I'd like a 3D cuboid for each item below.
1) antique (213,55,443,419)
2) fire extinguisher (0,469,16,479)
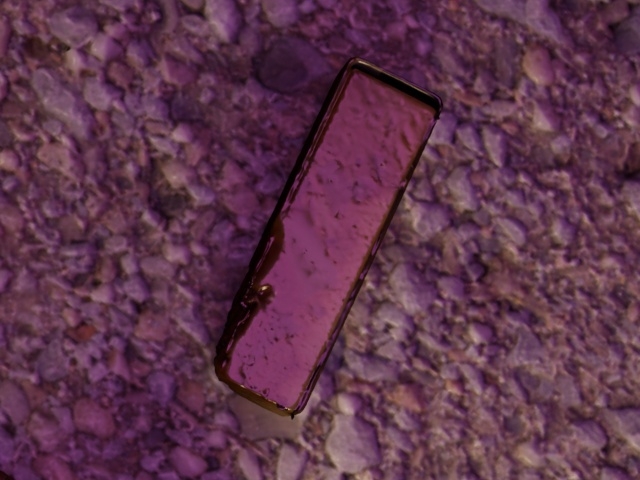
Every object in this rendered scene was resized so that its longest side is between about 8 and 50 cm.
[{"bbox_3d":[0.000,0.000,1.744,0.093,0.087,0.310,25,80,-5],"label":"antique"},{"bbox_3d":[-0.279,0.201,1.702,0.083,0.022,0.028,34,49,-6],"label":"fire extinguisher"}]
